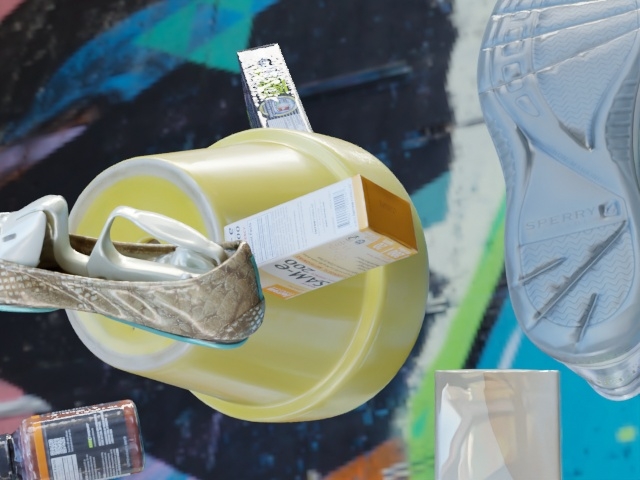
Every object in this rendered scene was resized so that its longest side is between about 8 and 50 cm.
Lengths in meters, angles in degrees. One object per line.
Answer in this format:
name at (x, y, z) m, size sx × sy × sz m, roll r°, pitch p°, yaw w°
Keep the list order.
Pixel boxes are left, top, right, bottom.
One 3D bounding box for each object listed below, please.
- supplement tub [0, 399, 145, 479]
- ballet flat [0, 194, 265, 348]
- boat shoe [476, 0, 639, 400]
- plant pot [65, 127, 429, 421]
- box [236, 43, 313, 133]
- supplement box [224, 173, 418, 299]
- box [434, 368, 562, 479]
supplement tub at (-0.344, 0.284, 1.827) m, size 0.106 × 0.197 × 0.106 m, roll 172°, pitch 90°, yaw -78°
ballet flat at (-0.131, 0.009, 0.750) m, size 0.073 × 0.206 × 0.067 m, roll -82°, pitch 0°, yaw -67°
boat shoe at (0.175, -0.057, 0.872) m, size 0.103 × 0.118 × 0.321 m, roll 47°, pitch -143°, yaw -53°
plant pot at (-0.073, 0.025, 1.096) m, size 0.239 × 0.254 × 0.254 m, roll 8°, pitch -108°, yaw -58°
box at (-0.046, -0.101, 1.726) m, size 0.270 × 0.060 × 0.216 m, roll -110°, pitch 8°, yaw -55°
supplement box at (0.000, 0.000, 0.798) m, size 0.062 × 0.098 × 0.036 m, roll 24°, pitch -128°, yaw -53°
box at (0.178, 0.282, 1.308) m, size 0.148 × 0.121 × 0.311 m, roll 23°, pitch -114°, yaw -78°
